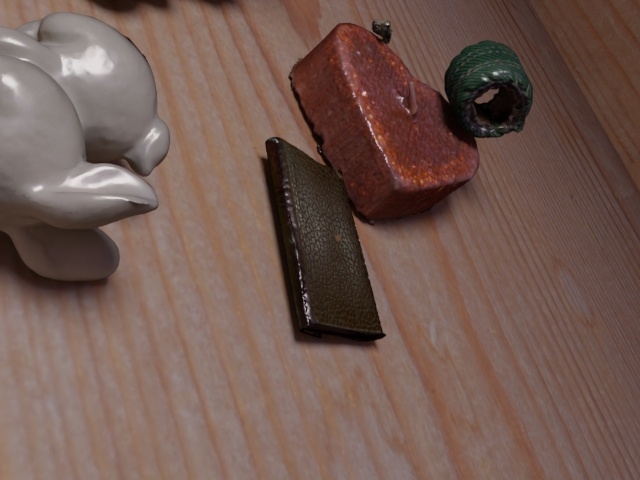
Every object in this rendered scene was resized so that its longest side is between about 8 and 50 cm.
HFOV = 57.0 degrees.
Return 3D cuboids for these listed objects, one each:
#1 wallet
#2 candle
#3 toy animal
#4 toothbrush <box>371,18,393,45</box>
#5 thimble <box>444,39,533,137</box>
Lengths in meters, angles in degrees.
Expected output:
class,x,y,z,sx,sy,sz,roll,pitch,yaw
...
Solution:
class,x,y,z,sx,sy,sz,roll,pitch,yaw
wallet,0.000,0.000,0.703,0.132,0.039,0.243,18,50,-46
candle,0.102,-0.162,0.864,0.317,0.131,0.287,37,44,-20
toy animal,-0.207,-0.081,0.472,0.178,0.127,0.193,34,39,-27
toothbrush,0.110,-0.345,1.002,0.028,0.026,0.294,19,14,5
thimble,0.253,-0.224,0.894,0.135,0.118,0.090,63,18,-51
